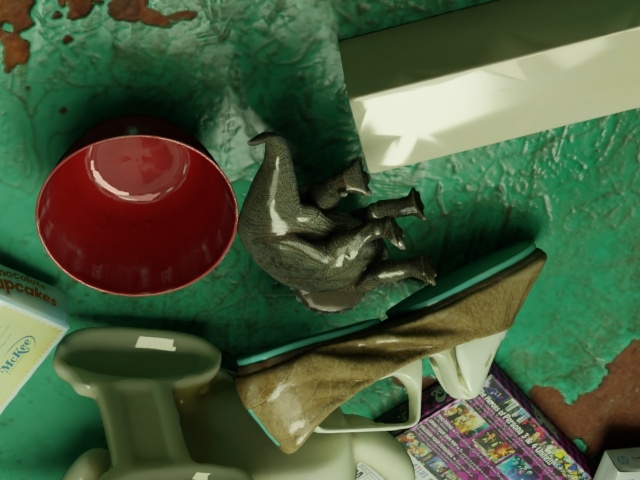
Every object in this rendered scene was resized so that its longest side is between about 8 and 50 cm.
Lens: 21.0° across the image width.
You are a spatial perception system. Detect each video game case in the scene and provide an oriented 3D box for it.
[{"bbox_3d":[0.160,0.251,1.884,0.210,0.042,0.232,-34,124,18],"label":"video game case"}]

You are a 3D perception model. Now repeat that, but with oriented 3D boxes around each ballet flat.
[{"bbox_3d":[0.084,0.112,1.655,0.342,0.116,0.124,-22,93,-24],"label":"ballet flat"}]

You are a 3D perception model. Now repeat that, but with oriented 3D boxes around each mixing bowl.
[{"bbox_3d":[-0.168,-0.047,1.584,0.181,0.098,0.181,-3,127,-4],"label":"mixing bowl"}]

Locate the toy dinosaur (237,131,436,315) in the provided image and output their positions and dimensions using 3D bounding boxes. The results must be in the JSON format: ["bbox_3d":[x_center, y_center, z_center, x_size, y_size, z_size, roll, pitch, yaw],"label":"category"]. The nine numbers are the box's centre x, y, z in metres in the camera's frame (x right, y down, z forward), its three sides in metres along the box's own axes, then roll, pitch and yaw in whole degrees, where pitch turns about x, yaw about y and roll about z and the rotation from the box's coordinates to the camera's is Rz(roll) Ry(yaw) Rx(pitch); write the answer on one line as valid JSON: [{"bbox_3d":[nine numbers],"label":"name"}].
[{"bbox_3d":[0.000,0.000,1.531,0.160,0.121,0.313,-21,159,22],"label":"toy dinosaur"}]

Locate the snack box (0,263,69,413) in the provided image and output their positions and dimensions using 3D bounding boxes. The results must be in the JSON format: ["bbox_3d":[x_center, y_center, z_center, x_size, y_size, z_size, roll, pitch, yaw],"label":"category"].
[{"bbox_3d":[-0.410,0.141,1.691,0.187,0.060,0.322,26,119,-30],"label":"snack box"}]

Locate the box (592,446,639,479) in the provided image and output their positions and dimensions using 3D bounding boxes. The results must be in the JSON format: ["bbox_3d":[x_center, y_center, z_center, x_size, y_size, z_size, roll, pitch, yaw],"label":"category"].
[{"bbox_3d":[0.381,0.288,1.915,0.186,0.038,0.145,-3,129,-23],"label":"box"}]

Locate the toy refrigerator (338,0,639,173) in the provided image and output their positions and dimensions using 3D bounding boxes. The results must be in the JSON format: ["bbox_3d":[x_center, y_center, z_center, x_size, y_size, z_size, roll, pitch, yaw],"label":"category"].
[{"bbox_3d":[0.160,-0.148,1.542,0.269,0.102,0.094,-15,127,4],"label":"toy refrigerator"}]

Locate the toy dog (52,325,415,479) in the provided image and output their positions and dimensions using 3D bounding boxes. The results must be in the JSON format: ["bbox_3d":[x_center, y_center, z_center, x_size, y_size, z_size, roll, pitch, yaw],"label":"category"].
[{"bbox_3d":[-0.129,0.315,1.771,0.395,0.284,0.408,-6,132,-26],"label":"toy dog"}]

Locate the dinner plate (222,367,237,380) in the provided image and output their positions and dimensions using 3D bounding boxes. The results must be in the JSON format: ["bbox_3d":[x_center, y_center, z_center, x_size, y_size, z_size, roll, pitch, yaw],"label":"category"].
[{"bbox_3d":[-0.126,0.181,1.815,0.141,0.017,0.141,-3,127,-4],"label":"dinner plate"}]
